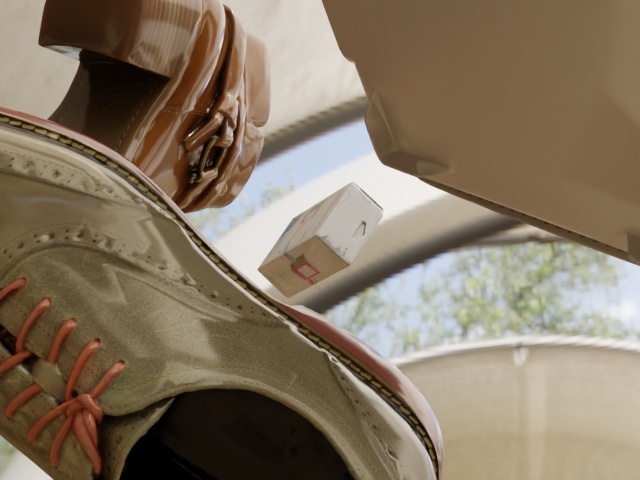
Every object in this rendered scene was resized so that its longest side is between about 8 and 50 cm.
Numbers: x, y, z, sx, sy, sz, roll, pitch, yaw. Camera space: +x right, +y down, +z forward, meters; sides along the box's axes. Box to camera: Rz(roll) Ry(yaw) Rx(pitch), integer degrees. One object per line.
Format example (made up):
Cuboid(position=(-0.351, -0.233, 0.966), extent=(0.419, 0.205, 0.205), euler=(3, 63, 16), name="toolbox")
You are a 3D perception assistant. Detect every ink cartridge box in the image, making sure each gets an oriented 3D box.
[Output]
Cuboid(position=(0.000, 0.000, 1.307), extent=(0.052, 0.088, 0.122), euler=(44, -37, -14), name="ink cartridge box")

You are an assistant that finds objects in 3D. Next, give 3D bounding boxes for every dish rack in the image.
Cuboid(position=(0.095, -0.108, 0.607), extent=(0.072, 0.333, 0.286), euler=(-35, -58, -19), name="dish rack")

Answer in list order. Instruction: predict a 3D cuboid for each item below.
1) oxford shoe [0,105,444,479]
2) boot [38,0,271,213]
Cuboid(position=(-0.096, 0.038, 0.511), extent=(0.348, 0.130, 0.123), euler=(27, -78, -4), name="oxford shoe")
Cuboid(position=(-0.127, -0.037, 0.791), extent=(0.109, 0.284, 0.220), euler=(15, 0, 20), name="boot")
